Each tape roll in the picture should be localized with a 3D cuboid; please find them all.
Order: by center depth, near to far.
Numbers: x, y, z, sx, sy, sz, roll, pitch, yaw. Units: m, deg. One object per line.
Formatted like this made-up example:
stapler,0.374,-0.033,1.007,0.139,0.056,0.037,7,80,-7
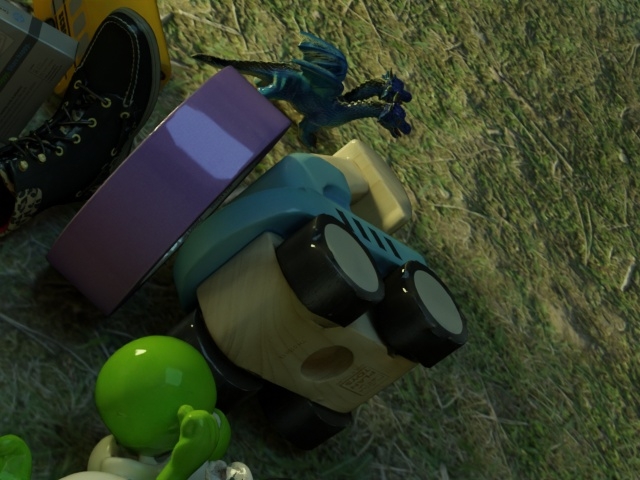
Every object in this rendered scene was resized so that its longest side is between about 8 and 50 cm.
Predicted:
tape roll,-0.154,-0.050,1.581,0.090,0.275,0.275,43,34,-2

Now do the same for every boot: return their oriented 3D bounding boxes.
boot,-0.261,-0.115,1.587,0.085,0.236,0.178,35,36,17

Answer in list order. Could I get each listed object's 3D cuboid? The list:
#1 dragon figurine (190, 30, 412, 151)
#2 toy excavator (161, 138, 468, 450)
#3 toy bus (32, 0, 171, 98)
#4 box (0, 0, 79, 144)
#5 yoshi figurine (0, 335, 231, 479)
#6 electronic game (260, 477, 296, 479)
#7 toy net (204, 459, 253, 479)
dragon figurine,-0.016,-0.211,2.013,0.289,0.144,0.085,33,35,-16
toy excavator,0.000,0.000,1.743,0.433,0.222,0.445,29,32,-44
toy bus,-0.273,-0.295,1.844,0.108,0.130,0.332,16,43,-36
box,-0.370,-0.196,1.625,0.186,0.145,0.038,29,36,-23
yoshi figurine,-0.190,0.203,1.356,0.203,0.203,0.362,39,31,3
electronic game,-0.067,0.316,1.358,0.048,0.229,0.229,23,16,40
toy net,-0.068,0.256,1.420,0.045,0.232,0.122,7,53,9
